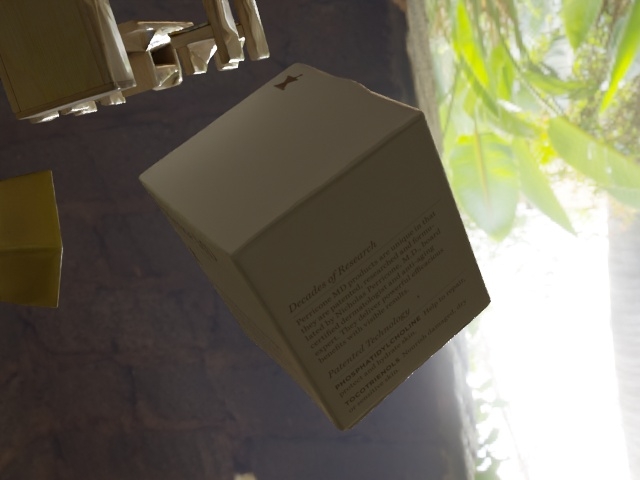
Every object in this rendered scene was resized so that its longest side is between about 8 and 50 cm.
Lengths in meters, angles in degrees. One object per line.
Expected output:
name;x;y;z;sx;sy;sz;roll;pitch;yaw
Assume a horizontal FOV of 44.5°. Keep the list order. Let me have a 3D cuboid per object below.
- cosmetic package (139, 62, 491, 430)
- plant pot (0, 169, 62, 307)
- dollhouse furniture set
cosmetic package;0.000;0.000;1.208;0.327;0.393;0.329;-38;-142;-13
plant pot;-0.637;0.002;1.587;0.187;0.212;0.212;-3;-128;-24
dollhouse furniture set;-0.330;-0.347;1.192;0.362;0.256;0.394;-13;-168;17
